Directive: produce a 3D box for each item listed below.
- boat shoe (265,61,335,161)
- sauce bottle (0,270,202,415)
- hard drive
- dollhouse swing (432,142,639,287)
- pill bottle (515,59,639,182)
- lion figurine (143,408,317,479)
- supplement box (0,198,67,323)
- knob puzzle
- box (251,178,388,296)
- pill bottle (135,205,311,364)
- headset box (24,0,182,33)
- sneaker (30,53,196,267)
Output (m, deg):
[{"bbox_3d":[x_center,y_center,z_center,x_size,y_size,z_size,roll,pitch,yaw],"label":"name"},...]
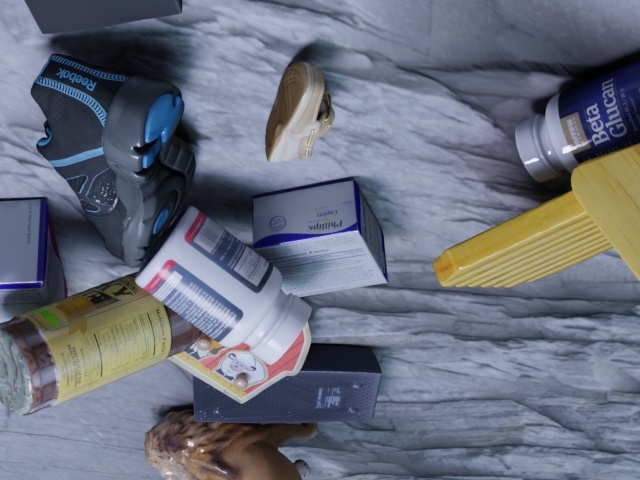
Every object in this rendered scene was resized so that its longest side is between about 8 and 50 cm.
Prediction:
[{"bbox_3d":[-0.014,-0.131,1.635,0.059,0.063,0.170,2,159,-13],"label":"boat shoe"},{"bbox_3d":[-0.215,0.094,1.834,0.344,0.111,0.111,-21,165,-38],"label":"sauce bottle"},{"bbox_3d":[-0.048,0.199,2.209,0.254,0.054,0.172,0,150,-3],"label":"hard drive"},{"bbox_3d":[0.352,0.059,1.677,0.305,0.315,0.347,-41,162,20],"label":"dollhouse swing"},{"bbox_3d":[0.290,-0.119,1.643,0.169,0.094,0.094,-22,145,29],"label":"pill bottle"},{"bbox_3d":[-0.067,0.356,2.250,0.240,0.392,0.142,0,113,-38],"label":"lion figurine"},{"bbox_3d":[-0.362,0.055,1.871,0.113,0.111,0.220,-2,150,-1],"label":"supplement box"},{"bbox_3d":[-0.097,0.129,2.060,0.213,0.030,0.213,-1,132,-1],"label":"knob puzzle"},{"bbox_3d":[0.000,0.000,1.848,0.126,0.072,0.137,-10,150,13],"label":"box"},{"bbox_3d":[-0.105,0.055,1.780,0.180,0.108,0.108,37,139,-8],"label":"pill bottle"},{"bbox_3d":[-0.169,-0.300,1.085,0.110,0.293,0.218,-7,149,7],"label":"headset box"},{"bbox_3d":[-0.215,-0.087,1.667,0.139,0.125,0.341,25,154,8],"label":"sneaker"}]
